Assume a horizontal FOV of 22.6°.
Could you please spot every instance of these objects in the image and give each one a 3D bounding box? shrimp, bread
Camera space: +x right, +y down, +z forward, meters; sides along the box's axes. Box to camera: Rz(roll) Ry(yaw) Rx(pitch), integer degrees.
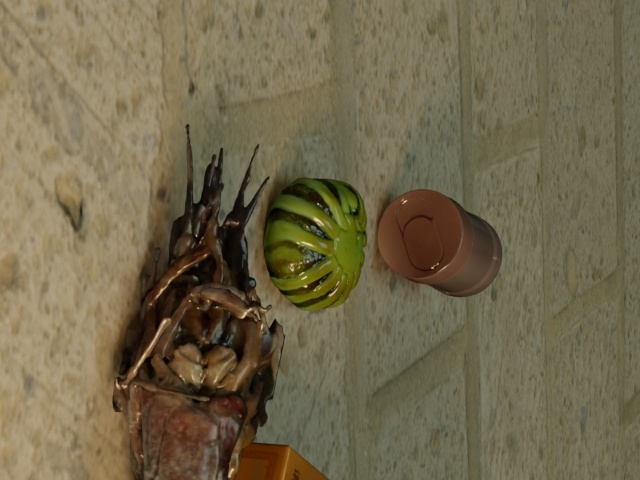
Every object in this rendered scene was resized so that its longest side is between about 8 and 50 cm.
[{"bbox_3d":[-0.093,0.078,1.235,0.145,0.116,0.343,56,40,-75],"label":"shrimp"},{"bbox_3d":[0.000,0.000,1.493,0.139,0.071,0.130,38,62,-61],"label":"bread"}]

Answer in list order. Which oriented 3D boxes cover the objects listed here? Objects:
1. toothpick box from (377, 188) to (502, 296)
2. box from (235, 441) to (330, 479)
[{"bbox_3d":[0.133,0.005,1.753,0.149,0.098,0.098,24,70,-65],"label":"toothpick box"},{"bbox_3d":[-0.026,0.304,1.446,0.274,0.076,0.174,50,48,-56],"label":"box"}]
